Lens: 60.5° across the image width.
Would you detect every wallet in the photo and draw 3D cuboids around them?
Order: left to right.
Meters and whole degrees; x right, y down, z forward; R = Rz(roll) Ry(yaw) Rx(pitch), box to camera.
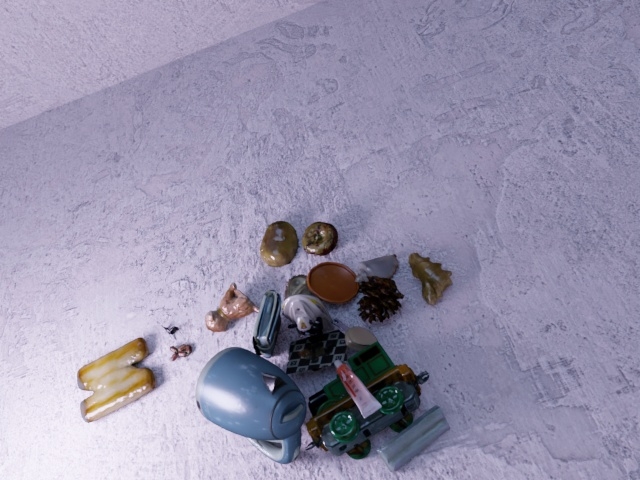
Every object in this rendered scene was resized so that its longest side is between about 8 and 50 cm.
[{"bbox_3d":[-0.176,0.288,1.845,0.075,0.250,0.176,12,65,2],"label":"wallet"}]

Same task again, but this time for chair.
[{"bbox_3d":[-0.562,0.339,2.078,0.086,0.037,0.042,39,88,31],"label":"chair"}]

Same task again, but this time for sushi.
[{"bbox_3d":[-0.005,0.386,1.839,0.210,0.040,0.193,-15,25,10],"label":"sushi"}]

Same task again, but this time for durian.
[{"bbox_3d":[-0.076,0.212,1.958,0.148,0.091,0.188,38,50,13],"label":"durian"}]

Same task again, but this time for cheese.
[{"bbox_3d":[0.109,0.318,1.815,0.171,0.048,0.092,23,33,1],"label":"cheese"}]

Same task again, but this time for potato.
[{"bbox_3d":[-0.166,0.005,2.146,0.164,0.081,0.200,-4,58,15],"label":"potato"}]

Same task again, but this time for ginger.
[{"bbox_3d":[0.377,0.115,1.879,0.115,0.081,0.205,-41,56,29],"label":"ginger"}]

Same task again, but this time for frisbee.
[{"bbox_3d":[0.045,0.155,1.968,0.192,0.035,0.192,7,45,-7],"label":"frisbee"}]

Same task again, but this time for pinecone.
[{"bbox_3d":[0.192,0.199,1.843,0.173,0.173,0.174,-9,55,13],"label":"pinecone"}]

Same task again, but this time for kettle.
[{"bbox_3d":[-0.178,0.521,1.677,0.342,0.320,0.247,11,27,43],"label":"kettle"}]

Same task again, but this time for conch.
[{"bbox_3d":[0.202,0.111,1.959,0.176,0.094,0.104,-16,34,-25],"label":"conch"}]

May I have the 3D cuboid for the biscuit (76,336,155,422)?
[{"bbox_3d":[-0.752,0.509,2.013,0.290,0.062,0.237,-30,52,-2],"label":"biscuit"}]

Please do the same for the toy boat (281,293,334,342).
[{"bbox_3d":[-0.043,0.263,1.808,0.140,0.269,0.141,-5,70,13],"label":"toy boat"}]

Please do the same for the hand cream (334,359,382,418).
[{"bbox_3d":[0.096,0.424,1.593,0.052,0.038,0.216,-55,39,9],"label":"hand cream"}]

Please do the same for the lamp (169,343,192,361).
[{"bbox_3d":[-0.514,0.408,2.022,0.083,0.031,0.063,-19,54,2],"label":"lamp"}]

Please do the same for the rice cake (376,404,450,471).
[{"bbox_3d":[0.274,0.577,1.600,0.226,0.085,0.040,-35,8,-7],"label":"rice cake"}]

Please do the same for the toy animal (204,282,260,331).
[{"bbox_3d":[-0.321,0.278,2.002,0.184,0.104,0.185,36,69,27],"label":"toy animal"}]

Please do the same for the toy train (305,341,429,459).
[{"bbox_3d":[0.123,0.481,1.662,0.429,0.178,0.249,-30,46,-3],"label":"toy train"}]

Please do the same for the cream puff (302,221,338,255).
[{"bbox_3d":[0.000,0.000,2.087,0.149,0.084,0.149,-12,54,17],"label":"cream puff"}]
